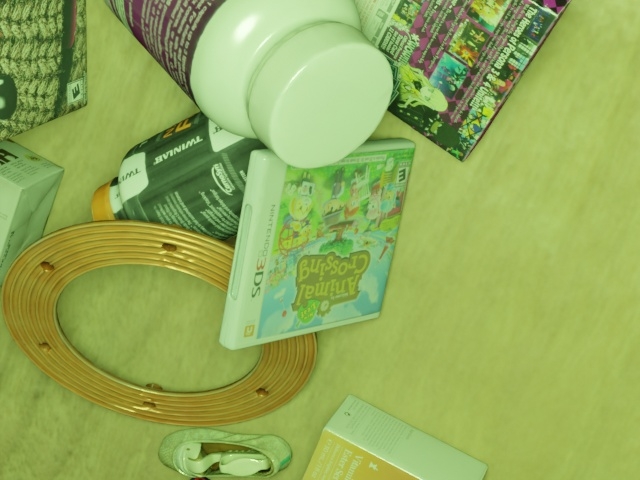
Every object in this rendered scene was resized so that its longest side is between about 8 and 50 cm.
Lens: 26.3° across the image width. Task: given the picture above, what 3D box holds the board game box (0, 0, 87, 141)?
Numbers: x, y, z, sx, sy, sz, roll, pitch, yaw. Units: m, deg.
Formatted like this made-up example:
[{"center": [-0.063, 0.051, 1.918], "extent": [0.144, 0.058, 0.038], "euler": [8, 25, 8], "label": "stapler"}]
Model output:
[{"center": [-0.359, -0.221, 1.337], "extent": [0.141, 0.291, 0.232], "euler": [8, 110, 17], "label": "board game box"}]

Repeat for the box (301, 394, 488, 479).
[{"center": [0.070, 0.268, 1.452], "extent": [0.170, 0.091, 0.130], "euler": [26, 114, 11], "label": "box"}]

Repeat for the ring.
[{"center": [-0.167, 0.088, 1.439], "extent": [0.336, 0.032, 0.337], "euler": [5, 138, 5], "label": "ring"}]

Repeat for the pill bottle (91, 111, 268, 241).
[{"center": [-0.114, -0.062, 1.389], "extent": [0.245, 0.130, 0.130], "euler": [-24, 98, 24], "label": "pill bottle"}]

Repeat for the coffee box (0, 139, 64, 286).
[{"center": [-0.427, -0.068, 1.518], "extent": [0.246, 0.098, 0.141], "euler": [29, 114, 9], "label": "coffee box"}]

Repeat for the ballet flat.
[{"center": [-0.115, 0.241, 1.531], "extent": [0.168, 0.052, 0.057], "euler": [-6, 106, 22], "label": "ballet flat"}]

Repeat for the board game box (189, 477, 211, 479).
[{"center": [-0.116, 0.462, 1.609], "extent": [0.208, 0.056, 0.347], "euler": [28, 115, 14], "label": "board game box"}]

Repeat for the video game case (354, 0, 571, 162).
[{"center": [0.095, -0.202, 1.258], "extent": [0.210, 0.042, 0.232], "euler": [36, 146, 6], "label": "video game case"}]

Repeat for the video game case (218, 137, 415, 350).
[{"center": [0.000, 0.000, 1.326], "extent": [0.023, 0.212, 0.193], "euler": [26, 114, 38], "label": "video game case"}]

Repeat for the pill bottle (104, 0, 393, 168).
[{"center": [-0.069, -0.197, 1.239], "extent": [0.301, 0.169, 0.169], "euler": [48, 122, 38], "label": "pill bottle"}]
